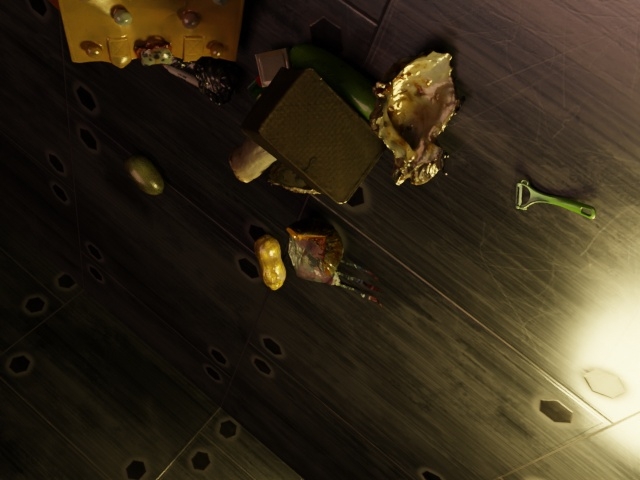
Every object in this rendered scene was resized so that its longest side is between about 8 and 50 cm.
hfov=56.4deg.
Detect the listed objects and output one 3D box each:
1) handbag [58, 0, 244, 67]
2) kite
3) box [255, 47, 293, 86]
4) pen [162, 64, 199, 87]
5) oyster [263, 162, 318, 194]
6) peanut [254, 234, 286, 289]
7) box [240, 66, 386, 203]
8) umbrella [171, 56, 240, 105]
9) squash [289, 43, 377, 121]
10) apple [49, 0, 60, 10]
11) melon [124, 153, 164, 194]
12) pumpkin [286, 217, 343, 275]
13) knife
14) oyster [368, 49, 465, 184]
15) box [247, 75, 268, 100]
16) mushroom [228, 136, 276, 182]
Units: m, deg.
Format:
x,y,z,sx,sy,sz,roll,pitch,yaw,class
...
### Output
x,y,z,sx,sy,sz,roll,pitch,yaw,class
-0.368,-0.511,1.342,0.283,0.400,0.133,118,143,-59,handbag
0.039,0.094,1.823,0.360,0.022,0.204,25,139,30,kite
-0.108,-0.413,1.418,0.079,0.035,0.083,-6,107,13,box
-0.363,-0.453,1.671,0.218,0.026,0.026,30,141,19,pen
-0.064,-0.162,1.611,0.177,0.105,0.056,8,126,6,oyster
-0.162,0.071,1.940,0.087,0.087,0.207,17,133,32,peanut
-0.016,-0.232,1.327,0.273,0.184,0.143,38,176,-30,box
-0.332,-0.465,1.554,0.272,0.122,0.110,36,166,-2,umbrella
0.048,-0.351,1.332,0.292,0.082,0.082,37,143,10,squash
-0.538,-0.654,1.453,0.309,0.277,0.250,46,177,7,apple
-0.607,-0.226,2.065,0.099,0.099,0.162,-17,116,50,melon
0.000,0.000,1.692,0.183,0.107,0.119,46,174,1,pumpkin
0.482,-0.081,1.227,0.166,0.022,0.078,18,143,33,knife
0.203,-0.243,1.254,0.133,0.197,0.337,-107,-2,-46,oyster
-0.076,-0.327,1.513,0.235,0.034,0.132,51,144,-9,box
-0.133,-0.237,1.544,0.351,0.095,0.123,-11,92,56,mushroom
